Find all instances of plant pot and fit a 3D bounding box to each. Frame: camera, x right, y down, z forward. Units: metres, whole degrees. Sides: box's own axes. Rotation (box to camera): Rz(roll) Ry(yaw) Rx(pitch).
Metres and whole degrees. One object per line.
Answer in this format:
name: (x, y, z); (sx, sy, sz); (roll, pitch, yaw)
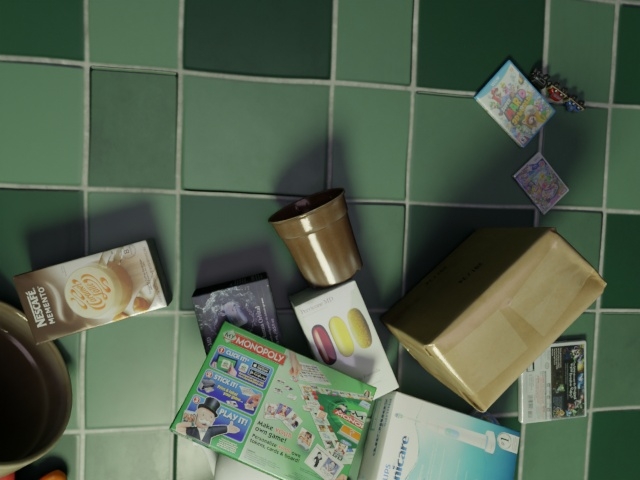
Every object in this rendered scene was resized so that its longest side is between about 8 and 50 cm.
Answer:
plant pot: (0.000, 0.000, 1.044); (0.167, 0.167, 0.165); (-24, 105, -8)
plant pot: (-0.666, 0.297, 0.887); (0.281, 0.323, 0.323); (-32, 99, 10)

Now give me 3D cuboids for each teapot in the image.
teapot: (-0.101, 0.417, 1.021); (0.256, 0.252, 0.187); (-10, 72, -27)

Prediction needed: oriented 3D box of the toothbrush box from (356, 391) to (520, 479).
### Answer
toothbrush box: (0.249, 0.471, 1.088); (0.296, 0.126, 0.216); (19, 70, -8)

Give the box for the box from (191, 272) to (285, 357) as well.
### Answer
box: (-0.168, 0.163, 1.052); (0.159, 0.093, 0.155); (-14, 96, -8)

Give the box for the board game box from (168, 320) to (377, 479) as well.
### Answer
board game box: (-0.078, 0.308, 0.930); (0.318, 0.046, 0.213); (24, 61, 1)

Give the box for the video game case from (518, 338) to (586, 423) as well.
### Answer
video game case: (0.559, 0.339, 1.227); (0.173, 0.022, 0.190); (-2, 93, -10)

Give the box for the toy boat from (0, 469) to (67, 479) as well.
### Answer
toy boat: (-0.575, 0.503, 0.993); (0.151, 0.151, 0.230); (-26, 99, -38)

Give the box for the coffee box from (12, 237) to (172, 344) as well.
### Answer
coffee box: (-0.436, 0.095, 0.996); (0.247, 0.098, 0.141); (-17, 96, -9)

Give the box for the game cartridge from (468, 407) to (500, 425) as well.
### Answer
game cartridge: (0.387, 0.433, 1.205); (0.083, 0.017, 0.056); (41, 82, -10)

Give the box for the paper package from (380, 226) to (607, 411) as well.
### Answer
paper package: (0.323, 0.133, 1.026); (0.325, 0.309, 0.168); (-43, 97, -6)

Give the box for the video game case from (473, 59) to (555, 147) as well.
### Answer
video game case: (0.448, -0.313, 1.171); (0.166, 0.015, 0.119); (43, 86, -9)

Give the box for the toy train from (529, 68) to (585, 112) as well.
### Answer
toy train: (0.550, -0.343, 1.181); (0.158, 0.027, 0.036); (31, 91, -10)

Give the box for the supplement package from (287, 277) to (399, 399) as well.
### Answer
supplement package: (0.042, 0.209, 1.070); (0.139, 0.134, 0.243); (-24, 97, -8)

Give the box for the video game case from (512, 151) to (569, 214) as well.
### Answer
video game case: (0.518, -0.135, 1.196); (0.087, 0.011, 0.122); (-43, 99, -5)
